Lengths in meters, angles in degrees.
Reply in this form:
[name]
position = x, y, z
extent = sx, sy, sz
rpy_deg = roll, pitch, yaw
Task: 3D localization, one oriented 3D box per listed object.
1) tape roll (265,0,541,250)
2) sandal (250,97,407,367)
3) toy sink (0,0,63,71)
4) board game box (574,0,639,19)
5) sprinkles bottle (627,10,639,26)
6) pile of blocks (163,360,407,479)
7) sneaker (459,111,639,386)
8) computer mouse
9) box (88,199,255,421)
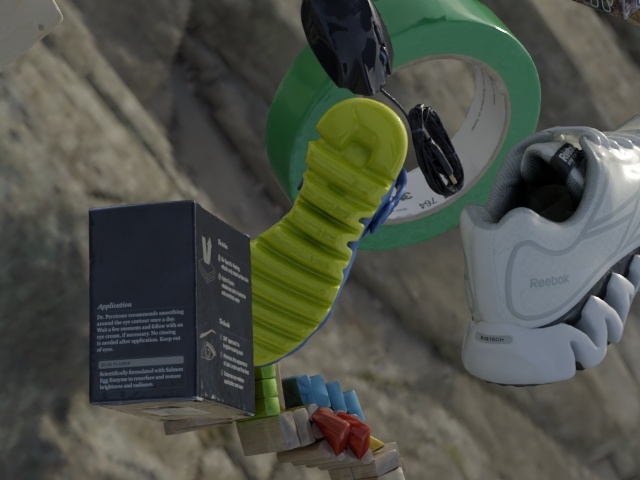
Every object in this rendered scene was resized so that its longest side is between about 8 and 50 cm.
[tape roll]
position = 0.097, -0.135, 2.019
extent = 0.321, 0.321, 0.077
rpy_deg = 27, 22, -42
[sandal]
position = 0.000, 0.000, 1.842
extent = 0.126, 0.317, 0.138
rpy_deg = 38, 9, 12
[toy sink]
position = -0.393, -0.224, 1.722
extent = 0.153, 0.234, 0.131
rpy_deg = -45, 124, -29
[board game box]
position = 0.210, -0.335, 1.139
extent = 0.232, 0.141, 0.291
rpy_deg = -34, 131, -27
[sprinkles bottle]
position = 0.213, -0.267, 1.437
extent = 0.355, 0.121, 0.121
rpy_deg = 33, 23, 18
[pile of blocks]
position = -0.019, 0.191, 2.013
extent = 0.362, 0.112, 0.149
rpy_deg = 26, 64, -33
[sneaker]
position = 0.176, -0.028, 1.102
extent = 0.292, 0.110, 0.118
rpy_deg = -43, 123, -46
[computer mouse]
position = 0.061, -0.125, 1.435
extent = 0.242, 0.041, 0.071
rpy_deg = 49, 45, -35
[box]
position = -0.118, 0.061, 1.412
extent = 0.156, 0.093, 0.158
rpy_deg = 38, 50, -72
